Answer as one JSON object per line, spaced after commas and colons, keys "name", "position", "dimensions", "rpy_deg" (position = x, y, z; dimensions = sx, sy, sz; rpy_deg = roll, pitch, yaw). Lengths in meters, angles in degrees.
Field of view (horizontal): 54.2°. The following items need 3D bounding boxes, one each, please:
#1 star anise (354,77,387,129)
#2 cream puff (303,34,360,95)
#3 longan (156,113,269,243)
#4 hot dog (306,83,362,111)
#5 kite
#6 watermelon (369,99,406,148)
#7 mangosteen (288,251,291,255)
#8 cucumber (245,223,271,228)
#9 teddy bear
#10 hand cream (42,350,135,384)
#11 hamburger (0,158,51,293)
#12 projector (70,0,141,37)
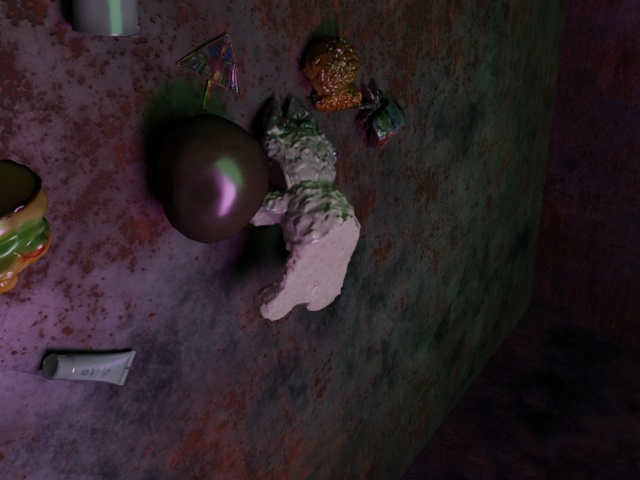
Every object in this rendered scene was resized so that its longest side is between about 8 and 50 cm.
{"name": "star anise", "position": [0.141, -0.371, 1.723], "dimensions": [0.141, 0.042, 0.141], "rpy_deg": [-29, 129, -42]}
{"name": "cream puff", "position": [0.032, -0.415, 1.472], "dimensions": [0.126, 0.103, 0.144], "rpy_deg": [45, 60, -26]}
{"name": "longan", "position": [-0.211, -0.116, 1.219], "dimensions": [0.246, 0.215, 0.246], "rpy_deg": [6, 82, -46]}
{"name": "hot dog", "position": [0.044, -0.362, 1.579], "dimensions": [0.188, 0.055, 0.072], "rpy_deg": [-19, 124, -49]}
{"name": "kite", "position": [-0.215, -0.344, 1.271], "dimensions": [0.190, 0.010, 0.159], "rpy_deg": [18, 95, -54]}
{"name": "watermelon", "position": [0.188, -0.313, 1.763], "dimensions": [0.187, 0.071, 0.139], "rpy_deg": [-48, 171, -48]}
{"name": "mangosteen", "position": [0.002, 0.008, 1.636], "dimensions": [0.184, 0.172, 0.172], "rpy_deg": [-62, 146, -16]}
{"name": "cucumber", "position": [-0.175, -0.054, 1.449], "dimensions": [0.250, 0.056, 0.056], "rpy_deg": [5, 104, -55]}
{"name": "teddy bear", "position": [-0.068, -0.077, 1.462], "dimensions": [0.327, 0.362, 0.376], "rpy_deg": [-7, 138, -39]}
{"name": "hand cream", "position": [-0.451, 0.251, 1.239], "dimensions": [0.205, 0.049, 0.078], "rpy_deg": [23, 86, -61]}
{"name": "hamburger", "position": [-0.496, -0.006, 0.886], "dimensions": [0.237, 0.237, 0.149], "rpy_deg": [-30, 135, -43]}
{"name": "projector", "position": [-0.333, -0.487, 0.946], "dimensions": [0.108, 0.108, 0.338], "rpy_deg": [-23, 125, -47]}
